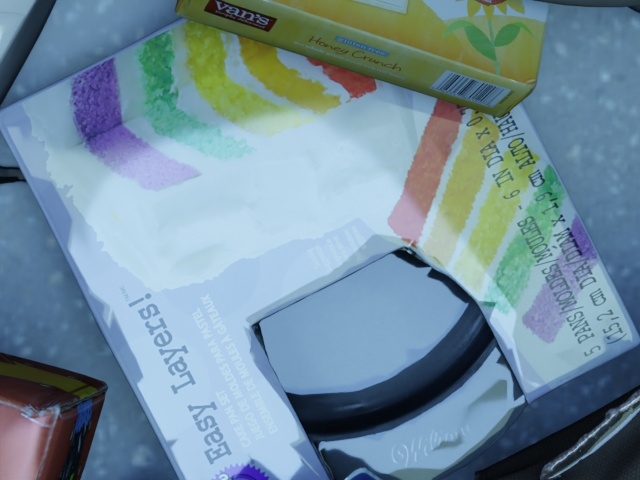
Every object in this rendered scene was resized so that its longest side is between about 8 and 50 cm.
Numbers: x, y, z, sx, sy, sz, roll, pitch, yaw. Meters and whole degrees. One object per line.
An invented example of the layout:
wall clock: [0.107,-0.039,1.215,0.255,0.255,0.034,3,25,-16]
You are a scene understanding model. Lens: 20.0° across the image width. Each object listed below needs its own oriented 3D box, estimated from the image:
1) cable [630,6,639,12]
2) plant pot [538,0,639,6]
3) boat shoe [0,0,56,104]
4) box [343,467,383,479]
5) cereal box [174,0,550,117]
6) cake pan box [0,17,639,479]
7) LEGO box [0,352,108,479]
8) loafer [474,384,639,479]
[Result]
cable: [0.201,-0.185,0.953,0.184,0.047,0.150,9,113,-34]
plant pot: [0.141,-0.305,0.763,0.323,0.280,0.323,3,70,-9]
boat shoe: [-0.183,-0.192,0.876,0.158,0.127,0.340,26,87,-6]
box: [-0.043,0.197,0.864,0.036,0.136,0.225,41,88,27]
cereal box: [0.038,-0.196,0.889,0.173,0.047,0.240,17,68,-12]
cake pan box: [0.000,0.000,0.932,0.246,0.070,0.267,-26,90,-2]
LEGO box: [-0.384,0.177,0.765,0.500,0.193,0.372,15,88,0]
loafer: [0.125,0.132,0.874,0.366,0.130,0.134,-46,144,-9]
